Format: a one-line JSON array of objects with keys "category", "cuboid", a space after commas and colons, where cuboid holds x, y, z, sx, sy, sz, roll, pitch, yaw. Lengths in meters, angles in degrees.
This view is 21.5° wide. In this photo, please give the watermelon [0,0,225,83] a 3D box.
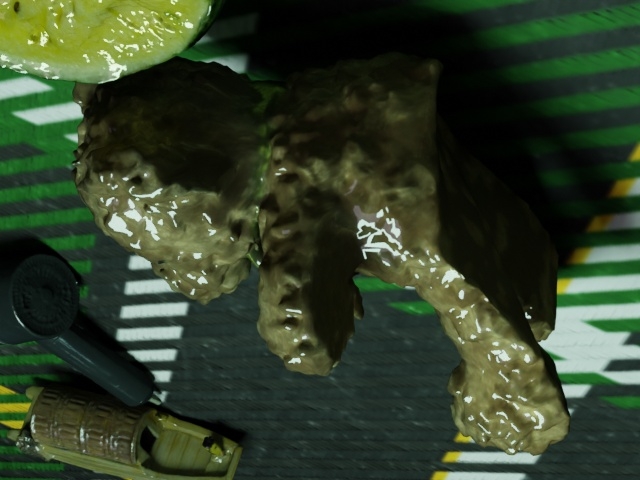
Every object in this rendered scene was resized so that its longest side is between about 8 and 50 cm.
[{"category": "watermelon", "cuboid": [-0.138, -0.190, 0.893, 0.232, 0.127, 0.204, -6, 130, 35]}]

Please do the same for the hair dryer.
[{"category": "hair dryer", "cuboid": [-0.215, 0.087, 1.421, 0.124, 0.071, 0.219, -9, 143, 45]}]

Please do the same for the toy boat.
[{"category": "toy boat", "cuboid": [-0.176, 0.176, 1.499, 0.226, 0.068, 0.088, 11, 157, 21]}]

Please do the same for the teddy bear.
[{"category": "teddy bear", "cuboid": [0.003, 0.008, 1.000, 0.222, 0.246, 0.296, -21, 120, 16]}]
